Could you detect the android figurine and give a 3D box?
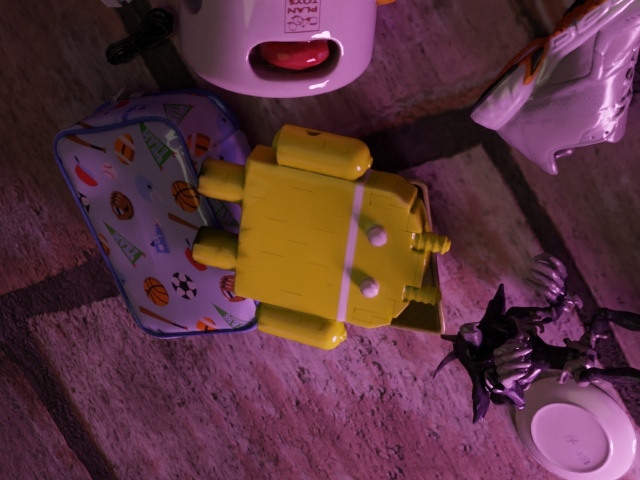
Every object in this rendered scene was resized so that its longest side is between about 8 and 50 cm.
[{"bbox_3d":[0.000,0.000,1.473,0.273,0.056,0.248,15,120,10],"label":"android figurine"}]

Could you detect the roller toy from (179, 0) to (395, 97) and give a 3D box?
[{"bbox_3d":[-0.038,-0.237,1.360,0.209,0.191,0.146,21,126,24],"label":"roller toy"}]

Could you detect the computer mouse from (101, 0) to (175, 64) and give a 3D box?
[{"bbox_3d":[-0.239,-0.293,1.569,0.106,0.042,0.193,-17,107,41],"label":"computer mouse"}]

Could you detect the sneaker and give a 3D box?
[{"bbox_3d":[0.256,-0.156,1.284,0.121,0.099,0.262,42,141,-5],"label":"sneaker"}]

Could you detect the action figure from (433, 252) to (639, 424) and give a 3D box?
[{"bbox_3d":[0.227,0.097,1.410,0.275,0.164,0.141,-1,145,28],"label":"action figure"}]

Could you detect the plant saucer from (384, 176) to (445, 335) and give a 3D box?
[{"bbox_3d":[0.052,0.001,1.545,0.188,0.045,0.188,8,121,31],"label":"plant saucer"}]

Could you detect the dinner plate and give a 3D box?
[{"bbox_3d":[0.275,0.212,1.541,0.141,0.017,0.141,18,127,25],"label":"dinner plate"}]

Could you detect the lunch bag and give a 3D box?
[{"bbox_3d":[-0.173,-0.034,1.638,0.243,0.115,0.303,-5,115,40],"label":"lunch bag"}]
